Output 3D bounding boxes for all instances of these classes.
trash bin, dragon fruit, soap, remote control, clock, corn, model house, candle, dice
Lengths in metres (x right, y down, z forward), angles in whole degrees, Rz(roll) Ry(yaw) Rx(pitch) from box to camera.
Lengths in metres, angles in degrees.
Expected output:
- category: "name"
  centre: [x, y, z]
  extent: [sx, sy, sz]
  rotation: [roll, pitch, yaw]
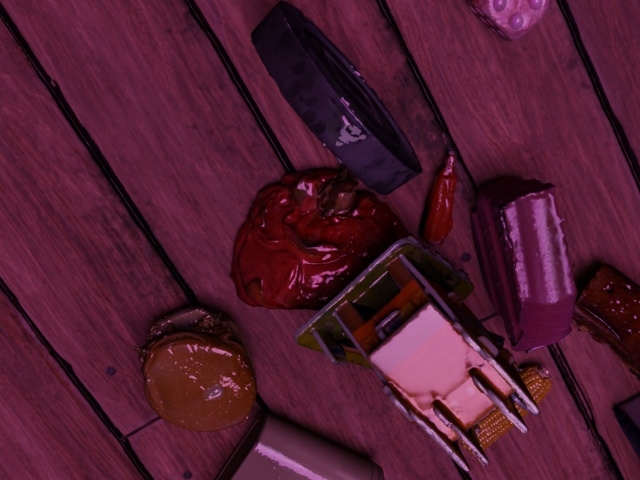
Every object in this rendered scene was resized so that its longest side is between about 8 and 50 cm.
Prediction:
- category: "trash bin"
  centre: [-0.052, 0.451, 1.589]
  extent: [0.247, 0.121, 0.243]
  rotation: [29, 105, -12]
- category: "dragon fruit"
  centre: [0.000, 0.000, 1.404]
  extent: [0.317, 0.152, 0.205]
  rotation: [-12, 110, -1]
- category: "soap"
  centre: [0.329, 0.044, 1.440]
  extent: [0.112, 0.182, 0.289]
  rotation: [-15, 106, -2]
- category: "remote control"
  centre: [0.280, 0.170, 1.568]
  extent: [0.091, 0.016, 0.034]
  rotation: [23, 111, -13]
- category: "clock"
  centre: [0.024, -0.197, 1.248]
  extent: [0.061, 0.312, 0.312]
  rotation: [-39, 110, 15]
- category: "corn"
  centre: [0.331, 0.300, 1.595]
  extent: [0.067, 0.067, 0.206]
  rotation: [39, 102, -18]
- category: "model house"
  centre: [0.186, 0.211, 1.361]
  extent: [0.242, 0.313, 0.357]
  rotation: [-40, 150, 10]
- category: "candle"
  centre: [0.201, -0.070, 1.452]
  extent: [0.053, 0.048, 0.162]
  rotation: [26, 121, 30]
- category: "dice"
  centre: [0.279, -0.358, 1.327]
  extent: [0.093, 0.094, 0.091]
  rotation: [39, 99, -17]

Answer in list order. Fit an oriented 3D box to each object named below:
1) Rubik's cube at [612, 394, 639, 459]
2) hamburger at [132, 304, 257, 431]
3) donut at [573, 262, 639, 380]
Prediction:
- category: "Rubik's cube"
  centre: [0.755, 0.395, 1.544]
  extent: [0.313, 0.316, 0.318]
  rotation: [-33, 111, 6]
- category: "hamburger"
  centre: [-0.197, 0.219, 1.483]
  extent: [0.189, 0.122, 0.215]
  rotation: [-18, 115, 8]
- category: "donut"
  centre: [0.519, 0.136, 1.522]
  extent: [0.186, 0.144, 0.126]
  rotation: [34, 83, 9]
